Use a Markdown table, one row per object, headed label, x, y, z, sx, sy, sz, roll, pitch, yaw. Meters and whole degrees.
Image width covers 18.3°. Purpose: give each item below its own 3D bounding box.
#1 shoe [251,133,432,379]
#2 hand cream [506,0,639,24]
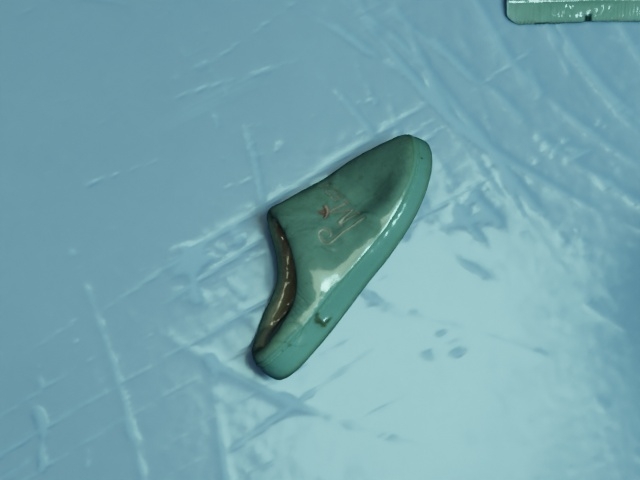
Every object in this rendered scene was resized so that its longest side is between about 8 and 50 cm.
| label | x | y | z | sx | sy | sz | roll | pitch | yaw |
| --- | --- | --- | --- | --- | --- | --- | --- | --- | --- |
| shoe | 0.000 | 0.000 | 1.357 | 0.078 | 0.079 | 0.195 | 32 | 86 | -17 |
| hand cream | 0.190 | -0.327 | 1.431 | 0.124 | 0.078 | 0.341 | -2 | 92 | -8 |
